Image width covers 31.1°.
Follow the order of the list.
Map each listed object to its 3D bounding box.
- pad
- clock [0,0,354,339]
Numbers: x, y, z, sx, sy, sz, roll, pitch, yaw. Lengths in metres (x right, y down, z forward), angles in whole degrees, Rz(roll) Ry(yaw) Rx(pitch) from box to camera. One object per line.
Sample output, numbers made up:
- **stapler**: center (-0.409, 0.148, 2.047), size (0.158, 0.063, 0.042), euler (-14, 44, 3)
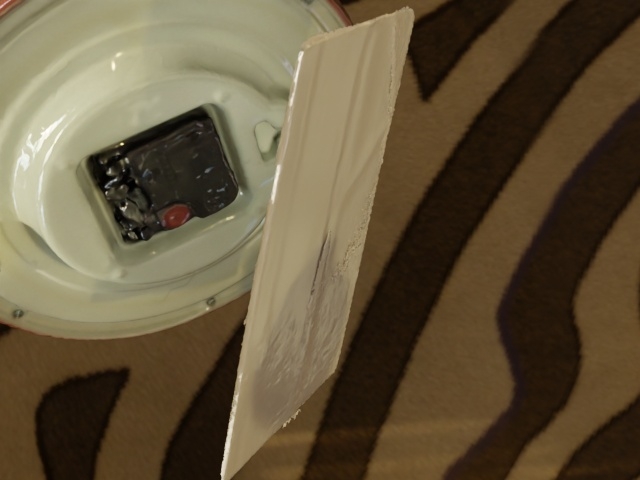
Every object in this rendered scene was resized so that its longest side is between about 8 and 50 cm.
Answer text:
- **pad**: center (0.000, 0.000, 0.587), size (0.004, 0.156, 0.232), euler (19, 113, 17)
- **clock**: center (-0.109, -0.054, 0.761), size (0.318, 0.080, 0.318), euler (-16, 134, -17)
